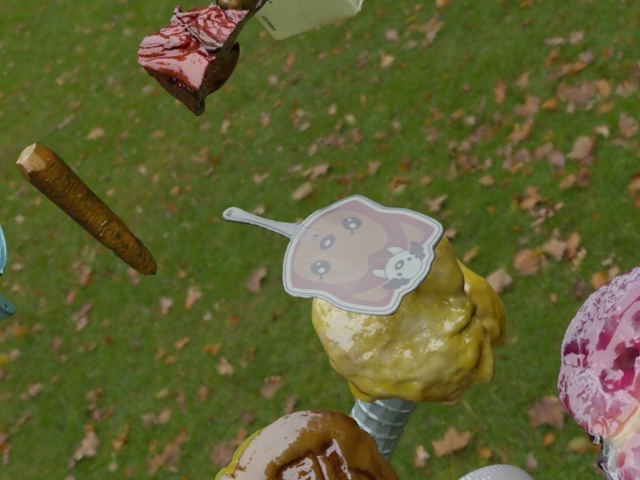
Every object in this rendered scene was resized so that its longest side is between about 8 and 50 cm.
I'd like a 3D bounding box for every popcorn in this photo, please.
[{"bbox_3d":[0.086,0.083,1.089,0.190,0.253,0.191,-45,18,-16],"label":"popcorn"}]

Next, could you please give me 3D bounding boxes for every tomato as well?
[{"bbox_3d":[0.457,0.179,1.201,0.290,0.176,0.335,-50,37,16],"label":"tomato"}]

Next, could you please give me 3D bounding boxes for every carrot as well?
[{"bbox_3d":[-0.376,-0.043,1.720,0.066,0.314,0.066,-30,33,22],"label":"carrot"}]

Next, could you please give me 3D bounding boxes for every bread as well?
[{"bbox_3d":[-0.016,0.356,1.337,0.270,0.270,0.148,-46,4,-17],"label":"bread"}]

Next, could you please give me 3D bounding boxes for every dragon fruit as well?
[{"bbox_3d":[-0.115,-0.245,1.267,0.092,0.122,0.192,7,50,47],"label":"dragon fruit"}]

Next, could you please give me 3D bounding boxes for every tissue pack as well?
[{"bbox_3d":[-0.054,-0.408,1.434,0.159,0.234,0.125,-8,51,36],"label":"tissue pack"}]

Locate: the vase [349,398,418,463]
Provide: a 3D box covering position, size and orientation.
[{"bbox_3d":[0.090,0.326,1.766,0.143,0.143,0.299,-106,33,-61],"label":"vase"}]

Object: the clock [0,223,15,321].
[{"bbox_3d":[-0.279,-0.011,0.781,0.045,0.108,0.147,-22,56,5],"label":"clock"}]

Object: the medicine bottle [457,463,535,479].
[{"bbox_3d":[0.288,0.455,1.225,0.224,0.224,0.384,-39,37,-3],"label":"medicine bottle"}]

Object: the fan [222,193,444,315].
[{"bbox_3d":[0.000,0.000,0.932,0.220,0.009,0.132,18,53,28],"label":"fan"}]
